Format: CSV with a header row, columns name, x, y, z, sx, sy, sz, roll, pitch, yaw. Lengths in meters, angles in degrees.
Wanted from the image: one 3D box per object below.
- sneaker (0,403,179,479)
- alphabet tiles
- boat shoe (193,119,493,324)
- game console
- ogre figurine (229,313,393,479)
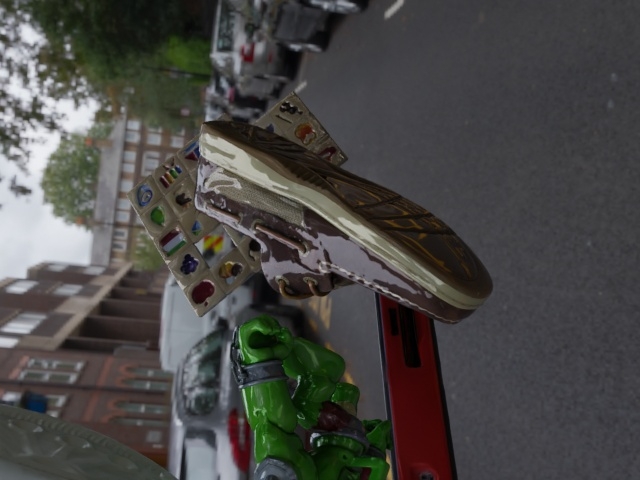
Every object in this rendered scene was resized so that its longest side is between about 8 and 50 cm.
name,x,y,z,sx,sy,sz,roll,pitch,yaw
sneaker,-0.258,0.220,0.479,0.130,0.323,0.236,-172,101,-77
alphabet tiles,-0.092,-0.059,0.910,0.198,0.237,0.009,54,-175,28
boat shoe,0.000,0.000,0.747,0.123,0.342,0.123,-6,-59,-54
game console,0.096,0.225,0.846,0.342,0.060,0.386,83,-176,-50
ogre figurine,0.000,0.144,0.549,0.197,0.097,0.118,78,-169,-49
